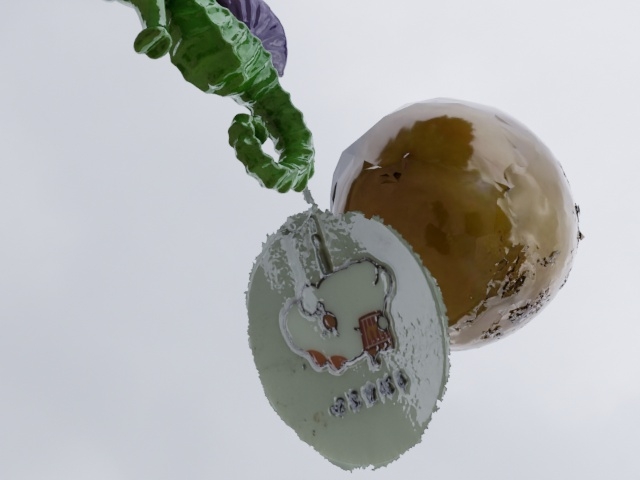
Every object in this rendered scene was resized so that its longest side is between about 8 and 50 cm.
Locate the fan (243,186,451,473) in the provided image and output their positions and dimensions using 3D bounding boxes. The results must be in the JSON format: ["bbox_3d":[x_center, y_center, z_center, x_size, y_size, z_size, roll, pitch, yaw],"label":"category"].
[{"bbox_3d":[-0.001,0.000,1.219,0.009,0.191,0.329,-19,-90,48],"label":"fan"}]

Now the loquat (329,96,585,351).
[{"bbox_3d":[0.117,-0.014,1.562,0.235,0.235,0.235,16,-63,35],"label":"loquat"}]

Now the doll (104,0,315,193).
[{"bbox_3d":[-0.062,-0.105,0.912,0.050,0.115,0.190,-31,-72,30],"label":"doll"}]
